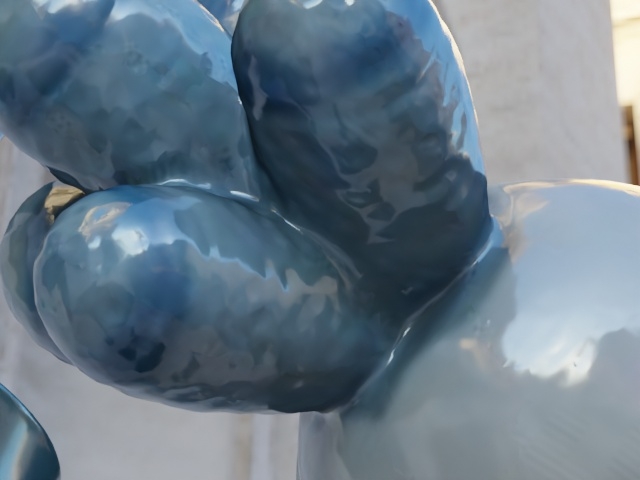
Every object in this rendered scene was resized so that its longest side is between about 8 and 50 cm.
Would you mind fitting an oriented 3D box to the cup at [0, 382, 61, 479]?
[{"bbox_3d":[-0.172,0.112,0.470,0.167,0.173,0.299,8,-33,13],"label":"cup"}]

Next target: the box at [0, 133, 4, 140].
[{"bbox_3d":[-0.269,-0.181,0.970,0.047,0.180,0.325,-27,-72,19],"label":"box"}]

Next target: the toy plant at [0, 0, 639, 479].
[{"bbox_3d":[0.000,0.000,0.727,0.332,0.247,0.247,40,-44,-12],"label":"toy plant"}]
